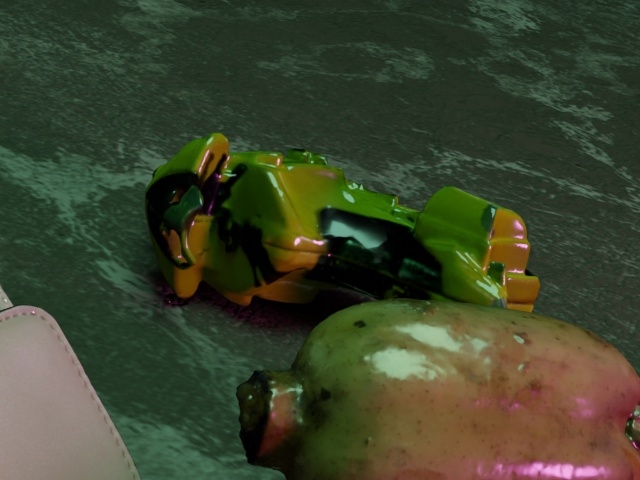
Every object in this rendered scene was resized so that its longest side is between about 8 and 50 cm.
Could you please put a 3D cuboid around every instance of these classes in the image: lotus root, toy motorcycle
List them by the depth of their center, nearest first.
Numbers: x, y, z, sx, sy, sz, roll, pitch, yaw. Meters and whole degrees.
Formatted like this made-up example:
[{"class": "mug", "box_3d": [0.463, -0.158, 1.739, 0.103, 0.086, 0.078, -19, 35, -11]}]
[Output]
[{"class": "lotus root", "box_3d": [0.082, 0.116, 1.070, 0.284, 0.146, 0.160, 6, 52, -20]}, {"class": "toy motorcycle", "box_3d": [0.001, -0.002, 1.340, 0.342, 0.142, 0.206, 19, 24, 21]}]

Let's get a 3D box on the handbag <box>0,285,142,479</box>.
[{"class": "handbag", "box_3d": [-0.264, 0.134, 0.798, 0.236, 0.160, 0.358, 53, 34, 9]}]
